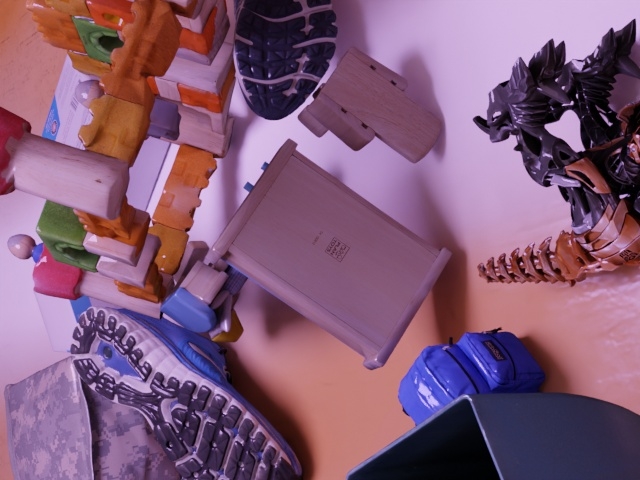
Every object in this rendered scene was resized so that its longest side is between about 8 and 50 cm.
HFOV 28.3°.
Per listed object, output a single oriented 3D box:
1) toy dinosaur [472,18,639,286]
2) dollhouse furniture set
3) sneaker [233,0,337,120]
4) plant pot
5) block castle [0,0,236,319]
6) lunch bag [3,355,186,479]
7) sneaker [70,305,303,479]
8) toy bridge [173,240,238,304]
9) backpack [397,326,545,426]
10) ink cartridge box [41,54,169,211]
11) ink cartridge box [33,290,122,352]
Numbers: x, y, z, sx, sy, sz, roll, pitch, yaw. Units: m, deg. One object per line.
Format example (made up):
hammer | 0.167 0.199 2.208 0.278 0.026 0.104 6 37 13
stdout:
toy dinosaur | 0.239 -0.052 1.032 0.322 0.164 0.218 -35 79 22
dollhouse furniture set | 0.000 0.000 1.368 0.286 0.198 0.303 -57 7 -17
sneaker | -0.046 -0.255 1.397 0.122 0.110 0.282 123 150 -68
plant pot | 0.179 0.220 1.030 0.165 0.234 0.165 -42 60 42
block castle | -0.241 -0.119 1.337 0.453 0.213 0.303 89 -161 -73
lunch bag | -0.285 0.301 1.646 0.235 0.169 0.286 -26 67 49
sneaker | -0.138 0.180 1.505 0.330 0.147 0.129 40 118 20
toy bridge | -0.166 0.028 1.606 0.188 0.026 0.063 52 129 37
backpack | 0.136 0.134 1.169 0.098 0.120 0.101 49 126 39
ink cartridge box | -0.291 -0.145 1.711 0.190 0.082 0.139 49 126 37
ink cartridge box | -0.285 0.081 1.674 0.092 0.143 0.089 -3 106 50
